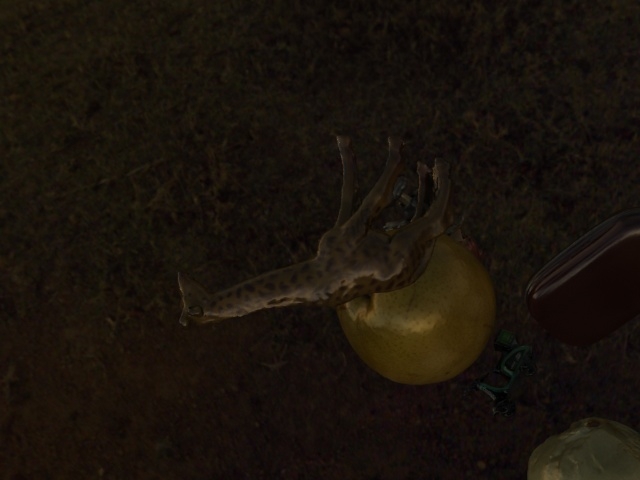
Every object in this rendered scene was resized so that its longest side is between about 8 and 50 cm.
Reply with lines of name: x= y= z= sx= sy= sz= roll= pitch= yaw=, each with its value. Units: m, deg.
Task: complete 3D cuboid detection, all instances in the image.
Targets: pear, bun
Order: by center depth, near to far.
bun: x=0.420 y=0.337 z=1.030 sx=0.222 sy=0.222 sz=0.127 roll=-8 pitch=93 yaw=9
pear: x=0.175 y=0.119 z=1.252 sx=0.314 sy=0.314 sz=0.314 roll=-8 pitch=49 yaw=9

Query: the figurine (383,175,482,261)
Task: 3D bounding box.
figurine: x=0.304 y=0.003 z=1.644 sx=0.166 sy=0.387 sz=0.207 roll=-49 pitch=10 yaw=-9

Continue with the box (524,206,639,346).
box: x=0.707 y=0.094 z=1.647 sx=0.404 sy=0.263 sz=0.108 roll=-43 pitch=16 yaw=26

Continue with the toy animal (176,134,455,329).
toy animal: x=0.007 y=0.007 z=0.583 sx=0.275 sy=0.054 sz=0.149 roll=-43 pitch=81 yaw=-12

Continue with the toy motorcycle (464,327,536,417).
toy motorcycle: x=0.359 y=0.264 z=1.300 sx=0.100 sy=0.058 sz=0.173 roll=18 pitch=62 yaw=33
